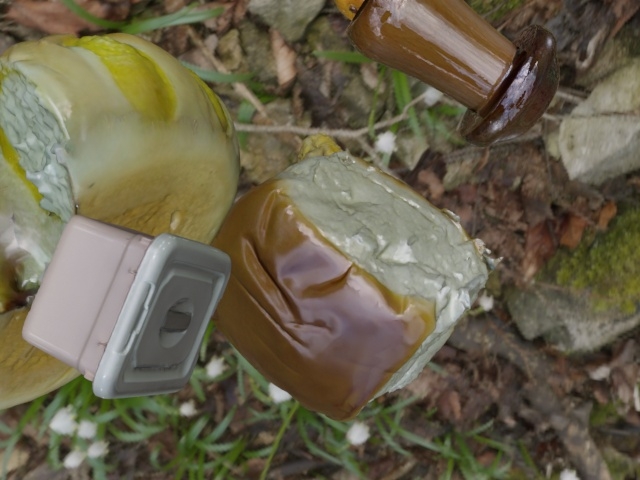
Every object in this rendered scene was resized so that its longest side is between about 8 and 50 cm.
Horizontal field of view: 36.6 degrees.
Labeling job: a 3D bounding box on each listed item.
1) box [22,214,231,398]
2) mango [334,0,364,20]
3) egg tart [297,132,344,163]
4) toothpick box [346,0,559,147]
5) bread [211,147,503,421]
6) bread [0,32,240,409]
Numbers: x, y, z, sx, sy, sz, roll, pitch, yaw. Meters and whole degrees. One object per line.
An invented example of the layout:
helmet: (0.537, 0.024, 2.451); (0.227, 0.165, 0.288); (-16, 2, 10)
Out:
box: (-0.103, 0.034, 0.528); (0.062, 0.122, 0.089); (21, 88, 12)
mango: (0.120, -0.423, 1.497); (0.102, 0.141, 0.217); (43, 95, 9)
egg tart: (0.000, 0.000, 1.373); (0.128, 0.319, 0.319); (-16, 112, -8)
toothpick box: (0.193, -0.265, 1.358); (0.294, 0.192, 0.192); (33, 122, -8)
bread: (0.017, 0.054, 1.102); (0.279, 0.225, 0.250); (38, 135, 7)
bread: (-0.212, -0.013, 0.743); (0.160, 0.333, 0.333); (48, 124, 20)
